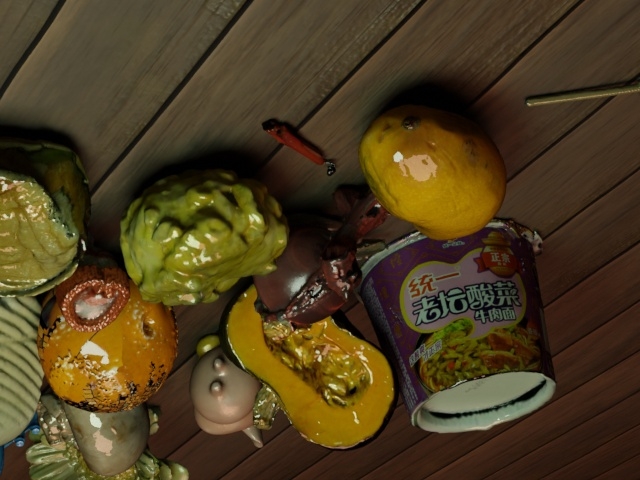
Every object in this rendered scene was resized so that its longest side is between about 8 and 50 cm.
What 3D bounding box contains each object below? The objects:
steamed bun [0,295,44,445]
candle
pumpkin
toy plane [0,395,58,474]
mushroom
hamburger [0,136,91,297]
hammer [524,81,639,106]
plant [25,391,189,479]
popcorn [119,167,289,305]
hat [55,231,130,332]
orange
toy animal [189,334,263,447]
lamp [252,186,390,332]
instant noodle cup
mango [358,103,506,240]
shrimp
[{"bbox_3d":[-0.566,0.179,1.730,0.272,0.274,0.290,7,172,17],"label":"steamed bun"},{"bbox_3d":[-0.022,-0.127,1.622,0.026,0.021,0.167,-26,148,24],"label":"candle"},{"bbox_3d":[-0.040,0.206,1.935,0.242,0.325,0.232,-42,-174,-10],"label":"pumpkin"},{"bbox_3d":[-0.549,0.301,1.933,0.254,0.271,0.105,-5,116,-14],"label":"toy plane"},{"bbox_3d":[-0.375,0.281,1.923,0.178,0.226,0.226,-29,152,-8],"label":"mushroom"},{"bbox_3d":[-0.433,-0.033,1.516,0.265,0.134,0.285,5,141,-18],"label":"hamburger"},{"bbox_3d":[0.382,-0.203,1.653,0.195,0.028,0.060,-7,157,-4],"label":"hammer"},{"bbox_3d":[-0.403,0.397,2.157,0.261,0.306,0.297,-39,-179,-9],"label":"plant"},{"bbox_3d":[-0.167,-0.013,1.627,0.233,0.192,0.266,-26,176,-7],"label":"popcorn"},{"bbox_3d":[-0.329,0.041,1.649,0.093,0.162,0.112,26,116,-32],"label":"hat"},{"bbox_3d":[-0.320,0.142,1.760,0.182,0.235,0.234,-8,159,38],"label":"orange"},{"bbox_3d":[-0.168,0.265,2.098,0.149,0.165,0.248,11,165,14],"label":"toy animal"},{"bbox_3d":[-0.002,0.036,1.735,0.223,0.215,0.151,-8,135,29],"label":"lamp"},{"bbox_3d":[0.245,0.156,1.971,0.339,0.266,0.340,-9,149,-6],"label":"instant noodle cup"},{"bbox_3d":[0.166,-0.091,1.642,0.187,0.144,0.359,-12,159,23],"label":"mango"},{"bbox_3d":[0.000,0.000,1.833,0.223,0.048,0.126,-4,139,-13],"label":"shrimp"}]
